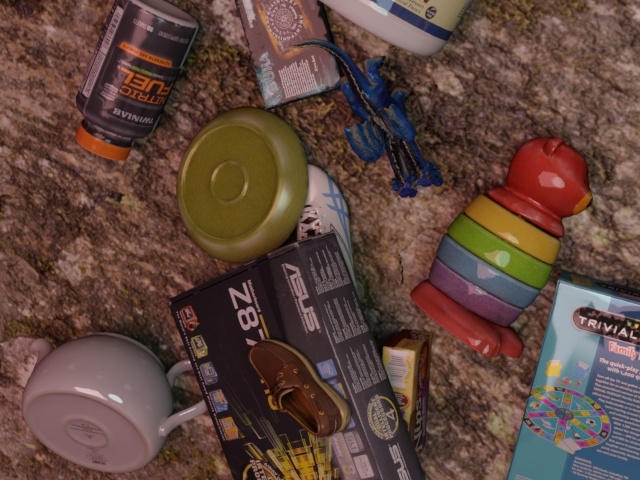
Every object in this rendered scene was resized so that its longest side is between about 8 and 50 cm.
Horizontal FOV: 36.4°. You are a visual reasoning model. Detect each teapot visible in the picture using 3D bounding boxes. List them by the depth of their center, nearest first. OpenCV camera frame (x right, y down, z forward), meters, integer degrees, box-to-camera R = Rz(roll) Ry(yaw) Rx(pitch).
[{"bbox_3d":[-0.333,0.236,1.561,0.256,0.187,0.252,39,132,-17],"label":"teapot"}]

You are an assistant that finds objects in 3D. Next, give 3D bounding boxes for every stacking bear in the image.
[{"bbox_3d":[0.261,-0.005,1.318,0.164,0.175,0.289,35,100,27],"label":"stacking bear"}]

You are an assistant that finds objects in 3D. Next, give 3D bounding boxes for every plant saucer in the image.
[{"bbox_3d":[-0.130,-0.086,1.469,0.241,0.037,0.240,-3,85,29],"label":"plant saucer"}]

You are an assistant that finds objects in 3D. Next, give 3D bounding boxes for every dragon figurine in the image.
[{"bbox_3d":[0.079,-0.167,1.330,0.085,0.289,0.144,-26,52,19],"label":"dragon figurine"}]

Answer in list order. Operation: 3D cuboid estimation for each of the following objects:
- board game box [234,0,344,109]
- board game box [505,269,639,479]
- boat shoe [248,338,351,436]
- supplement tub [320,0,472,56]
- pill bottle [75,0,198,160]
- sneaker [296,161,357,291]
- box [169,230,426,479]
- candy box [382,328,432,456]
[{"bbox_3d":[-0.047,-0.299,1.438,0.126,0.026,0.186,-15,93,14],"label":"board game box"},{"bbox_3d":[0.414,0.238,1.339,0.254,0.079,0.336,16,104,16],"label":"board game box"},{"bbox_3d":[-0.038,0.196,1.305,0.178,0.060,0.064,40,125,29],"label":"boat shoe"},{"bbox_3d":[0.133,-0.428,1.247,0.235,0.235,0.324,35,109,11],"label":"supplement tub"},{"bbox_3d":[-0.290,-0.246,1.487,0.130,0.130,0.245,31,108,13],"label":"pill bottle"},{"bbox_3d":[0.000,0.000,1.447,0.085,0.086,0.237,-12,93,23],"label":"sneaker"},{"bbox_3d":[-0.040,0.220,1.423,0.318,0.097,0.394,-23,86,43],"label":"box"},{"bbox_3d":[0.123,0.234,1.427,0.053,0.109,0.186,5,100,19],"label":"candy box"}]
